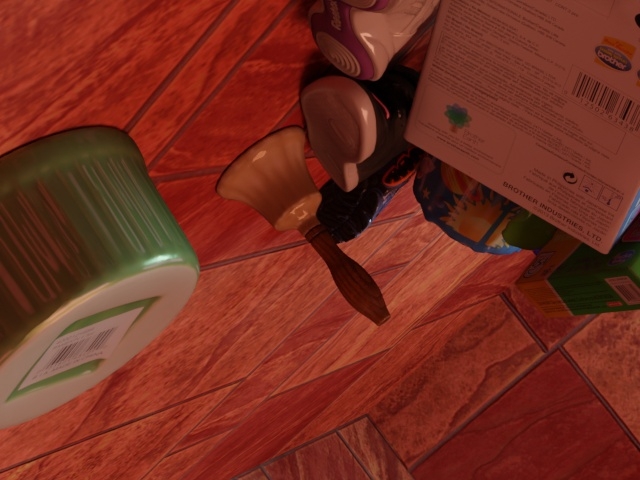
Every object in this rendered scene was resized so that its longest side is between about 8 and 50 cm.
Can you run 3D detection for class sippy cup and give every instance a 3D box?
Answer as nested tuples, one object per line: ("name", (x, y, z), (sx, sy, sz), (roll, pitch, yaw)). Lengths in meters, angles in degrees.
("sippy cup", (0.235, -0.111, 1.813), (0.305, 0.240, 0.224), (-31, 155, -58))

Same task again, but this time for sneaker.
("sneaker", (0.059, -0.262, 1.304), (0.152, 0.114, 0.305), (-48, 173, -13))
("sneaker", (0.073, -0.073, 1.949), (0.221, 0.083, 0.087), (-41, 171, 25))
("sneaker", (0.065, -0.155, 1.633), (0.147, 0.104, 0.296), (-39, 171, -8))

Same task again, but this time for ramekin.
("ramekin", (-0.261, 0.046, 1.364), (0.303, 0.148, 0.303), (-35, 166, -10))

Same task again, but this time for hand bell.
("hand bell", (0.000, 0.000, 1.661), (0.126, 0.242, 0.126), (-35, 167, -10))

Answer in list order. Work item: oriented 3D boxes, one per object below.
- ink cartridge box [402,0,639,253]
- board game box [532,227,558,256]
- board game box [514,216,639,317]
("ink cartridge box", (0.263, -0.208, 1.445), (0.151, 0.270, 0.395), (-49, 162, -34))
("board game box", (0.350, -0.162, 2.015), (0.078, 0.233, 0.347), (-26, 161, -40))
("board game box", (0.393, -0.049, 1.670), (0.316, 0.064, 0.242), (-49, -167, -20))
